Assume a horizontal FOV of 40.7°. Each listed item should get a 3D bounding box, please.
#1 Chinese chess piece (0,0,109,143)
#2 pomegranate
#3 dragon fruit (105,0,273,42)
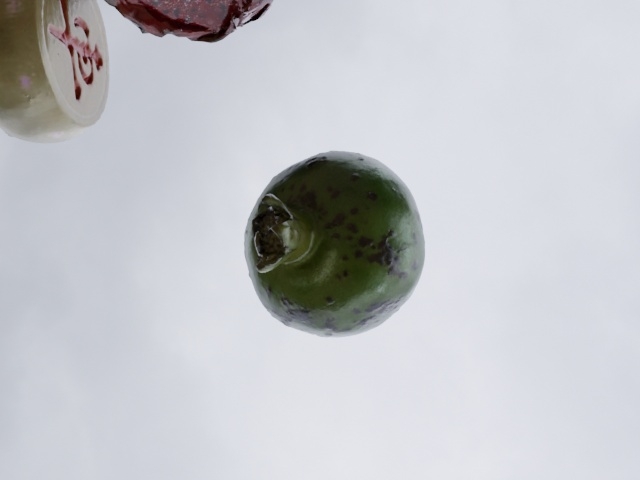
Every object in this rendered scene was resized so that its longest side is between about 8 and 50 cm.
[{"bbox_3d":[-0.360,-0.252,1.120,0.097,0.251,0.251,-4,-112,8],"label":"Chinese chess piece"},{"bbox_3d":[0.000,0.000,0.939,0.211,0.263,0.211,-7,-102,34],"label":"pomegranate"},{"bbox_3d":[-0.166,-0.410,1.132,0.295,0.296,0.302,-10,-145,23],"label":"dragon fruit"}]
